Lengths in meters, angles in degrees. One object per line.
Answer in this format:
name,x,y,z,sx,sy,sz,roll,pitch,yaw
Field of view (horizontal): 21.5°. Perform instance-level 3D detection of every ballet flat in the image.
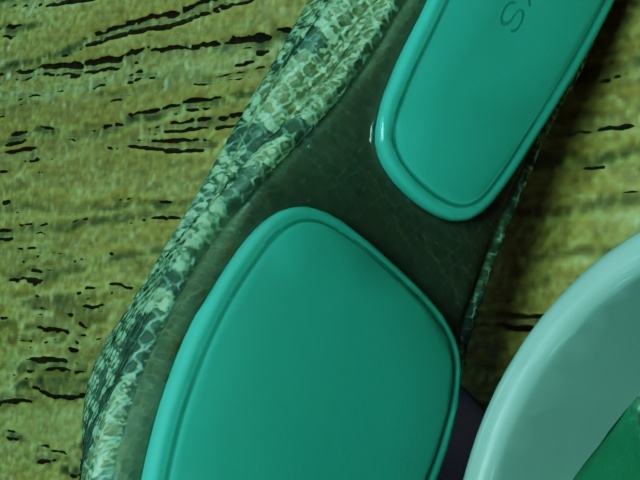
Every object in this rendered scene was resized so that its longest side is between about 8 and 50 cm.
ballet flat,0.000,0.000,0.786,0.182,0.164,0.483,-12,44,50

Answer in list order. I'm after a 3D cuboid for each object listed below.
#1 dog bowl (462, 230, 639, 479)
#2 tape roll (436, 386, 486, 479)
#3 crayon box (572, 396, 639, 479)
dog bowl,0.197,0.136,0.664,0.348,0.102,0.349,-14,69,42
tape roll,-0.018,0.186,0.876,0.274,0.090,0.275,-14,70,42
crayon box,0.154,0.266,0.490,0.313,0.363,0.106,-56,13,19
